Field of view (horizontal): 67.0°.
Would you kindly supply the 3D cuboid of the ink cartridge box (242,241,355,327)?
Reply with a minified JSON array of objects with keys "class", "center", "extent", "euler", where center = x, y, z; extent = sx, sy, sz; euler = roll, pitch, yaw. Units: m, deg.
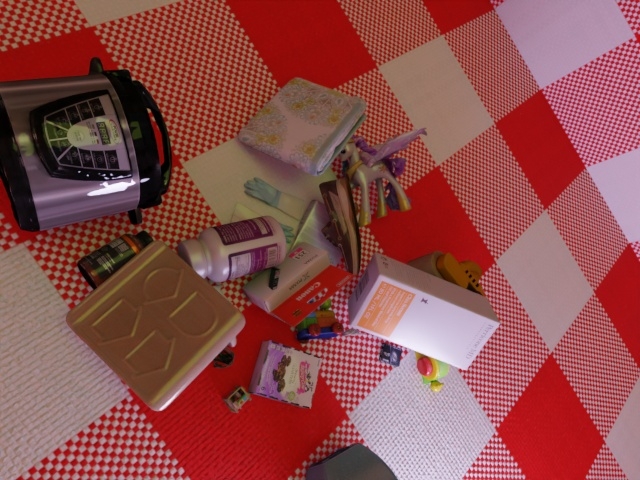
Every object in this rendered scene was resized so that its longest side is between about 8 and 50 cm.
[{"class":"ink cartridge box","center":[-0.069,0.128,1.520],"extent":[0.275,0.239,0.060],"euler":[-37,127,-27]}]

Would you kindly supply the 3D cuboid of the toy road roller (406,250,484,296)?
[{"class":"toy road roller","center":[0.497,0.148,1.873],"extent":[0.329,0.202,0.241],"euler":[48,47,-16]}]

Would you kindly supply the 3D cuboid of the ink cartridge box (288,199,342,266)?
[{"class":"ink cartridge box","center":[0.000,0.000,1.721],"extent":[0.189,0.066,0.232],"euler":[31,85,-20]}]

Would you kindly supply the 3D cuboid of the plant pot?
[{"class":"plant pot","center":[0.092,0.766,1.457],"extent":[0.247,0.248,0.252],"euler":[-15,69,-31]}]

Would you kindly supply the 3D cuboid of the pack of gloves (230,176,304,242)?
[{"class":"pack of gloves","center":[-0.168,-0.103,1.643],"extent":[0.232,0.046,0.195],"euler":[24,67,-23]}]

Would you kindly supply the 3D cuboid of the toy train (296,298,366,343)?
[{"class":"toy train","center":[0.032,0.261,1.637],"extent":[0.248,0.105,0.143],"euler":[2,63,-29]}]

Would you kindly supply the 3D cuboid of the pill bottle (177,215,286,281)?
[{"class":"pill bottle","center":[-0.270,0.031,1.477],"extent":[0.301,0.169,0.169],"euler":[-14,84,-32]}]

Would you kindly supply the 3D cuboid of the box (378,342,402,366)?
[{"class":"box","center":[0.256,0.417,1.763],"extent":[0.083,0.018,0.067],"euler":[25,66,-22]}]

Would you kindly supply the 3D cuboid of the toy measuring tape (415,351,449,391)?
[{"class":"toy measuring tape","center":[0.406,0.396,1.799],"extent":[0.121,0.121,0.330],"euler":[-6,80,-31]}]

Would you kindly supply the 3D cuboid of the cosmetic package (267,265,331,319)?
[{"class":"cosmetic package","center":[-0.070,0.159,1.585],"extent":[0.239,0.099,0.060],"euler":[-39,128,-30]}]

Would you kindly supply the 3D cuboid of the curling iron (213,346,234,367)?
[{"class":"curling iron","center":[-0.359,0.279,1.438],"extent":[0.274,0.035,0.068],"euler":[49,59,-10]}]

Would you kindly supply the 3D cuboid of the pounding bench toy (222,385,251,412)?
[{"class":"pounding bench toy","center":[-0.240,0.467,1.429],"extent":[0.065,0.083,0.052],"euler":[-39,97,-31]}]

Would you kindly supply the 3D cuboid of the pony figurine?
[{"class":"pony figurine","center":[0.207,-0.267,1.787],"extent":[0.351,0.303,0.364],"euler":[-20,95,-19]}]

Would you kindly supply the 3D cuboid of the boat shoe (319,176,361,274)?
[{"class":"boat shoe","center":[0.065,-0.042,1.669],"extent":[0.123,0.123,0.342],"euler":[-59,139,-71]}]

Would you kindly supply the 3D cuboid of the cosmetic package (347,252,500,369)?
[{"class":"cosmetic package","center":[0.345,0.245,1.661],"extent":[0.453,0.230,0.161],"euler":[21,24,-9]}]

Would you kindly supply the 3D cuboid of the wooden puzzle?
[{"class":"wooden puzzle","center":[-0.430,0.219,1.291],"extent":[0.348,0.080,0.322],"euler":[42,67,6]}]

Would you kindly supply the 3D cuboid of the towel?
[{"class":"towel","center":[-0.051,-0.406,1.680],"extent":[0.320,0.090,0.374],"euler":[24,58,20]}]

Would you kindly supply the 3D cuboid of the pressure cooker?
[{"class":"pressure cooker","center":[-0.599,-0.243,1.248],"extent":[0.420,0.370,0.375],"euler":[-17,56,-33]}]

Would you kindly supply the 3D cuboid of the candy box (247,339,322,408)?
[{"class":"candy box","center":[-0.108,0.423,1.523],"extent":[0.196,0.070,0.165],"euler":[23,67,-22]}]

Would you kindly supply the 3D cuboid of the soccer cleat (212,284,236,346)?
[{"class":"soccer cleat","center":[-0.291,0.227,1.475],"extent":[0.076,0.068,0.196],"euler":[-23,86,-35]}]

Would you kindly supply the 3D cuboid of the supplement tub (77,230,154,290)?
[{"class":"supplement tub","center":[-0.558,0.051,1.344],"extent":[0.198,0.106,0.106],"euler":[-37,96,-31]}]
